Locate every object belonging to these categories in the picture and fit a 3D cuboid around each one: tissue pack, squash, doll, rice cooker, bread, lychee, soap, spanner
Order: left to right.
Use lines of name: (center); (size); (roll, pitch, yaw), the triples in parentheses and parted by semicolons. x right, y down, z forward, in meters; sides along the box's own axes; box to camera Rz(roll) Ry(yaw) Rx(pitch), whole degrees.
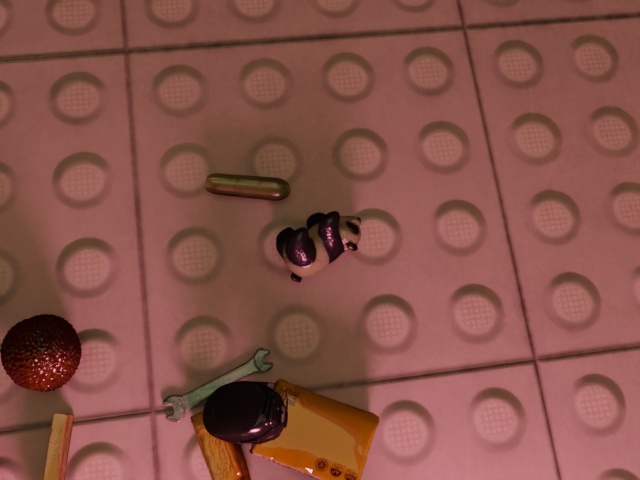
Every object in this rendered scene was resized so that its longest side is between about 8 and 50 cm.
lychee: (-0.660, 0.264, 1.714); (0.194, 0.194, 0.195); (2, 74, -5)
soap: (-0.616, 0.531, 1.683); (0.037, 0.092, 0.252); (5, 73, -6)
spanner: (-0.254, 0.361, 1.807); (0.301, 0.017, 0.071); (-26, 79, -12)
bread: (-0.233, 0.517, 1.722); (0.094, 0.102, 0.246); (-21, 75, -8)
rice cooker: (-0.165, 0.393, 1.638); (0.202, 0.118, 0.142); (-6, 58, 21)
squash: (-0.193, -0.144, 1.933); (0.228, 0.066, 0.066); (6, 74, -4)
tissue pack: (-0.015, 0.468, 1.739); (0.270, 0.134, 0.192); (20, 72, 0)
doll: (-0.002, 0.001, 1.881); (0.234, 0.143, 0.135); (-31, 103, -14)
